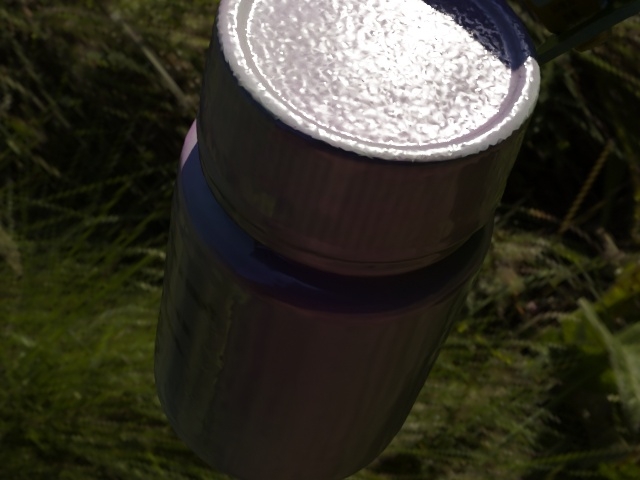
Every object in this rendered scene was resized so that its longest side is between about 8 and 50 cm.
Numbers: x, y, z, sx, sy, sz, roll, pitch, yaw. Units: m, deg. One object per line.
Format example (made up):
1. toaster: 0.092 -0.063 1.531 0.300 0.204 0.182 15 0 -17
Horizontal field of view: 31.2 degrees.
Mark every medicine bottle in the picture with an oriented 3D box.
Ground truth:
1. medicine bottle: 0.000 0.000 0.805 0.219 0.219 0.388 -54 -13 -36

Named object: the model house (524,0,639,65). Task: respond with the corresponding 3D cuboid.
1. model house: 0.157 -0.328 0.825 0.300 0.323 0.340 -46 12 -32
